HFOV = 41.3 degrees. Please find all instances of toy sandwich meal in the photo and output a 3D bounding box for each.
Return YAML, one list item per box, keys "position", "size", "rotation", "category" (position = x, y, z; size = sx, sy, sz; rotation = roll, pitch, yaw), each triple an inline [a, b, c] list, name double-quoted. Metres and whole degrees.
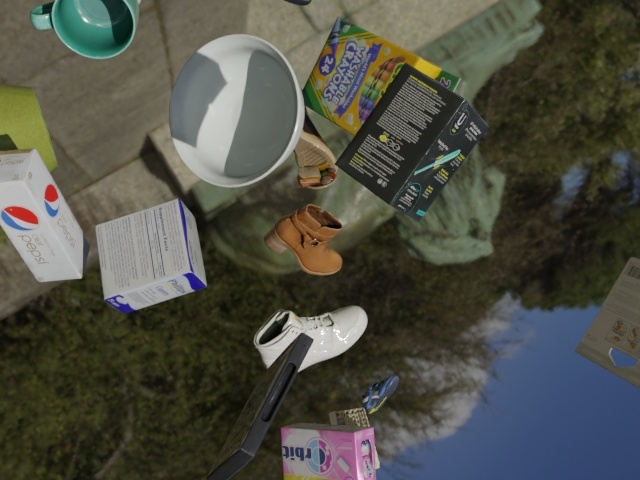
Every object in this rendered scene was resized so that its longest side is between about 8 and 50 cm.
- position: [-0.008, -0.136, 1.741]
  size: [0.085, 0.029, 0.085]
  rotation: [-7, -142, 5]
  category: "toy sandwich meal"

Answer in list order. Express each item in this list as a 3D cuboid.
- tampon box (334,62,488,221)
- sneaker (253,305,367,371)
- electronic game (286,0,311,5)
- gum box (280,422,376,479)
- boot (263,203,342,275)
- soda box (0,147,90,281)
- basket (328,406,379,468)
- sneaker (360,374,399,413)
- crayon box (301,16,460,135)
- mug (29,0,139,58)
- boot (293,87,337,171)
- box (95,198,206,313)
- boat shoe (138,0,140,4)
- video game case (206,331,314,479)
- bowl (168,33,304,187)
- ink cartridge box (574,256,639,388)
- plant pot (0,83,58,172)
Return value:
- position: [0.121, -0.126, 1.112]
  size: [0.161, 0.101, 0.120]
  rotation: [-54, 154, 6]
  category: "tampon box"
- position: [-0.024, 0.223, 2.127]
  size: [0.292, 0.108, 0.169]
  rotation: [-31, 137, -7]
  category: "sneaker"
- position: [-0.113, -0.523, 1.625]
  size: [0.048, 0.229, 0.229]
  rotation: [-54, 169, 24]
  category: "electronic game"
- position: [0.018, 0.401, 1.584]
  size: [0.188, 0.107, 0.062]
  rotation: [-6, 176, 38]
  category: "gum box"
- position: [0.000, 0.000, 1.739]
  size: [0.197, 0.073, 0.152]
  rotation: [21, 143, -31]
  category: "boot"
- position: [-0.409, -0.033, 1.227]
  size: [0.074, 0.069, 0.216]
  rotation: [-4, 140, 8]
  category: "soda box"
- position: [0.095, 0.559, 2.361]
  size: [0.103, 0.167, 0.113]
  rotation: [-15, -148, -1]
  category: "basket"
- position: [0.154, 0.398, 2.253]
  size: [0.053, 0.059, 0.144]
  rotation: [-6, 140, -48]
  category: "sneaker"
- position: [0.112, -0.315, 1.775]
  size: [0.083, 0.323, 0.203]
  rotation: [13, 109, -48]
  category: "crayon box"
- position: [-0.373, -0.379, 1.376]
  size: [0.129, 0.158, 0.097]
  rotation: [-54, -157, 30]
  category: "mug"
- position: [-0.039, -0.284, 2.006]
  size: [0.090, 0.248, 0.207]
  rotation: [-23, -133, 26]
  category: "boot"
- position: [-0.249, 0.024, 1.250]
  size: [0.137, 0.126, 0.072]
  rotation: [-17, 154, 7]
  category: "box"
- position: [-0.364, -0.512, 1.531]
  size: [0.076, 0.080, 0.228]
  rotation: [-11, 158, -17]
  category: "boat shoe"
- position: [-0.117, 0.323, 1.606]
  size: [0.248, 0.035, 0.275]
  rotation: [-61, -176, -32]
  category: "video game case"
- position: [-0.145, -0.251, 1.702]
  size: [0.298, 0.298, 0.134]
  rotation: [-32, 167, 22]
  category: "bowl"
- position: [0.664, 0.174, 1.695]
  size: [0.239, 0.060, 0.275]
  rotation: [-60, -158, 2]
  category: "ink cartridge box"
- position: [-0.583, -0.141, 1.355]
  size: [0.293, 0.275, 0.275]
  rotation: [-17, 175, -15]
  category: "plant pot"
